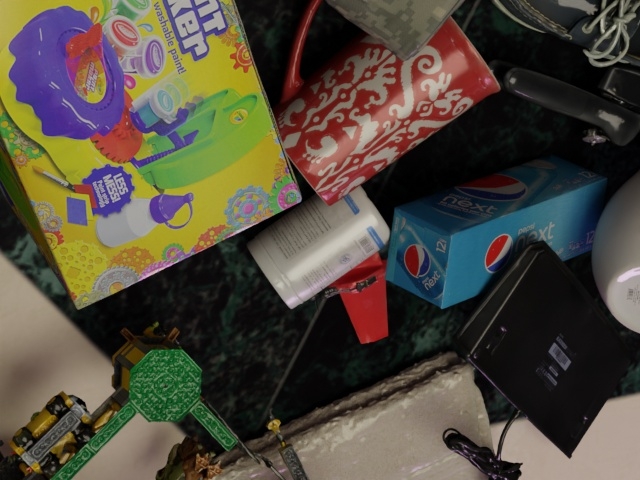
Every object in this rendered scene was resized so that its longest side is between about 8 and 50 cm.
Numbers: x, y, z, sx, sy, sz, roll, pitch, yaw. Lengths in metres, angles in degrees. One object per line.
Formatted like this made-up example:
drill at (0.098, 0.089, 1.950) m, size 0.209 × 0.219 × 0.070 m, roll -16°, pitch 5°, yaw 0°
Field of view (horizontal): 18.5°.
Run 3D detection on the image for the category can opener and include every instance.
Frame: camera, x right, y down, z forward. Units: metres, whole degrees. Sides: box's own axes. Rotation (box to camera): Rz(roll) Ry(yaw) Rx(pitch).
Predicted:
can opener at (0.211, -0.125, 1.693) m, size 0.186 × 0.059 × 0.073 m, roll 10°, pitch 93°, yaw -35°

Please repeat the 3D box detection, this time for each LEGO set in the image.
LEGO set at (-0.135, 0.226, 1.660) m, size 0.331 × 0.192 × 0.255 m, roll 40°, pitch 84°, yaw -19°

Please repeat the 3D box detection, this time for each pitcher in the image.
pitcher at (0.310, 0.005, 1.736) m, size 0.125 × 0.207 × 0.177 m, roll 5°, pitch 131°, yaw 16°

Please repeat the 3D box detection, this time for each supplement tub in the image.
supplement tub at (0.000, 0.000, 1.646) m, size 0.107 × 0.071 × 0.071 m, roll -34°, pitch 126°, yaw 1°

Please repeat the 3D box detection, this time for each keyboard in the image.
keyboard at (0.182, 0.130, 1.755) m, size 0.201 × 0.033 × 0.317 m, roll -56°, pitch 148°, yaw -6°

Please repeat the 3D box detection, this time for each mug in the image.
mug at (0.035, -0.128, 1.598) m, size 0.169 × 0.150 × 0.113 m, roll -39°, pitch 162°, yaw 2°

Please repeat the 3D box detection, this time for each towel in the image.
towel at (0.030, 0.225, 1.801) m, size 0.282 × 0.049 × 0.187 m, roll -22°, pitch 122°, yaw -13°

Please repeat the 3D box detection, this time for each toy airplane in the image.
toy airplane at (0.058, 0.025, 1.718) m, size 0.151 × 0.028 × 0.151 m, roll -11°, pitch 119°, yaw -20°

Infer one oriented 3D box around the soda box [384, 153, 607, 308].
soda box at (0.152, -0.011, 1.679) m, size 0.210 × 0.067 × 0.071 m, roll -19°, pitch 125°, yaw -42°

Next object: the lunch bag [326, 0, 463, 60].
lunch bag at (0.052, -0.316, 1.405) m, size 0.256 × 0.212 × 0.305 m, roll 39°, pitch 109°, yaw -7°

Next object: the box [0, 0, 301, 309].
box at (-0.177, -0.162, 1.350) m, size 0.177 × 0.279 × 0.290 m, roll -26°, pitch 124°, yaw -12°

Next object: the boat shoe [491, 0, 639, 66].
boat shoe at (0.254, -0.192, 1.666) m, size 0.254 × 0.079 × 0.095 m, roll 19°, pitch 106°, yaw -32°
